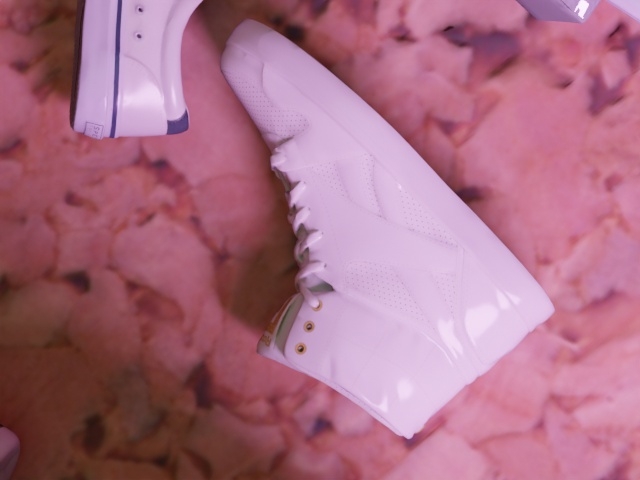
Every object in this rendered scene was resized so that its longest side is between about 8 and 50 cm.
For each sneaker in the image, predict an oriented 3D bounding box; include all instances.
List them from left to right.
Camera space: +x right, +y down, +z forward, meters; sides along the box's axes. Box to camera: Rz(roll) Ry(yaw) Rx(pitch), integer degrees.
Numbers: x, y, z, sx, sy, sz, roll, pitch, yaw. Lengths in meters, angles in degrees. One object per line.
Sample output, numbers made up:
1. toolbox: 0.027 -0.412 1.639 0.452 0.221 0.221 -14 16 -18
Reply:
1. sneaker: -0.121 -0.197 1.135 0.091 0.094 0.258 5 92 -15
2. sneaker: 0.000 0.000 1.101 0.169 0.108 0.292 -44 87 -3

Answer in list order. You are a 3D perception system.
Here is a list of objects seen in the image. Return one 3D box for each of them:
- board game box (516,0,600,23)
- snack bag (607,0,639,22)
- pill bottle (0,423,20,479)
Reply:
1. board game box: 0.177 -0.332 1.082 0.224 0.097 0.303 39 89 -17
2. snack bag: 0.314 -0.250 1.016 0.342 0.037 0.323 34 89 1
3. pill bottle: -0.321 0.131 1.102 0.208 0.119 0.119 31 89 3
